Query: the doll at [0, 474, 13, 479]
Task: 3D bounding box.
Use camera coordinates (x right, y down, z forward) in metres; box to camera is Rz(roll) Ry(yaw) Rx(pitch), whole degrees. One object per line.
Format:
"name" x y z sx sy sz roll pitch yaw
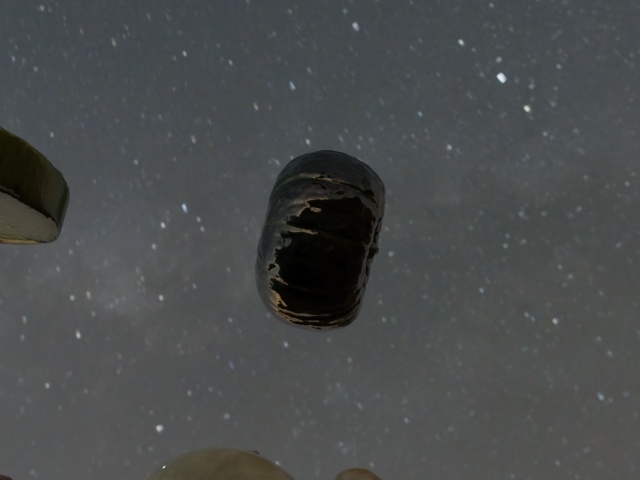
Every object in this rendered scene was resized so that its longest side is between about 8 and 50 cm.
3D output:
"doll" -0.346 0.279 0.934 0.262 0.211 0.093 -30 -48 6

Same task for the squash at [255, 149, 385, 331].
"squash" 0.000 0.000 1.505 0.165 0.252 0.252 13 -54 -1

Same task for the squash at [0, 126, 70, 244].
"squash" -0.283 -0.050 0.766 0.219 0.041 0.219 12 -15 3

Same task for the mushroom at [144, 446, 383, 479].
"mushroom" -0.090 0.350 1.176 0.356 0.315 0.315 -57 -42 -21
